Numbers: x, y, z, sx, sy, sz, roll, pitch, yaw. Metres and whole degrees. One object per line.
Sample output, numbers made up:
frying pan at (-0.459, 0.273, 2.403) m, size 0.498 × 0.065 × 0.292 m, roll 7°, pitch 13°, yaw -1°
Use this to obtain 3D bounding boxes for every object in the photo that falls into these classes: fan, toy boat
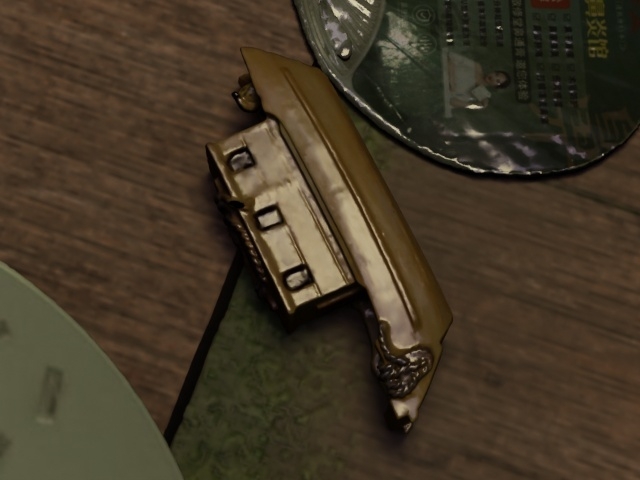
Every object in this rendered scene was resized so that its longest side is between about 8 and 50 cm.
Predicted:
fan at (0.053, -0.161, 0.895) m, size 0.294 × 0.012 × 0.223 m, roll 27°, pitch 71°, yaw 3°
toy boat at (0.000, 0.000, 0.813) m, size 0.077 × 0.057 × 0.200 m, roll -25°, pitch 76°, yaw -8°

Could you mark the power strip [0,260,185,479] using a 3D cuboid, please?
power strip at (-0.217, 0.146, 0.625) m, size 0.357 × 0.161 × 0.357 m, roll 14°, pitch 59°, yaw -24°
